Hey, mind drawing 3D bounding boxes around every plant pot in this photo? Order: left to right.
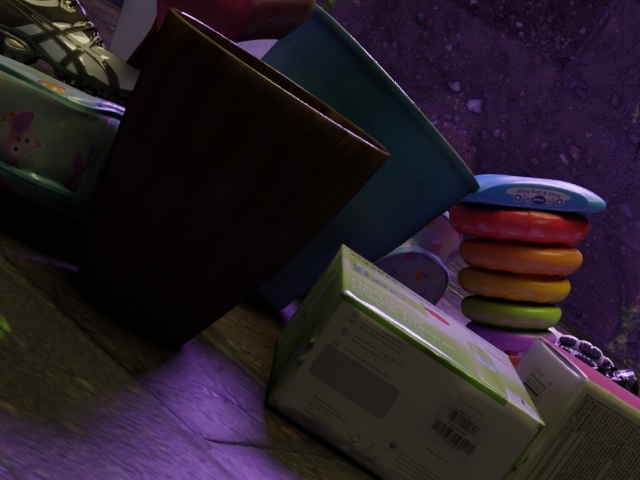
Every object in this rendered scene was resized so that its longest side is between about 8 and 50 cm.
[{"bbox_3d":[-0.095,-0.037,1.291,0.215,0.230,0.215,34,6,-4],"label":"plant pot"},{"bbox_3d":[-0.011,-0.070,1.693,0.271,0.255,0.271,47,1,-2],"label":"plant pot"}]

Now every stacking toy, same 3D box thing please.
[{"bbox_3d":[0.220,0.076,1.816,0.175,0.302,0.166,6,3,-4],"label":"stacking toy"}]

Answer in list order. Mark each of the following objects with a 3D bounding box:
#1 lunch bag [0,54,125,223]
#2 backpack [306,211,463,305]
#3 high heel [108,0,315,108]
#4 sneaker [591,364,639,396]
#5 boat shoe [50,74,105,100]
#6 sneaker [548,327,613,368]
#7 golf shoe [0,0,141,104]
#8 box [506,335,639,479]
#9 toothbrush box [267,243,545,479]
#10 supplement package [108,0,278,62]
[{"bbox_3d":[-0.244,-0.089,1.420,0.224,0.108,0.279,23,-1,26],"label":"lunch bag"},{"bbox_3d":[0.077,0.015,1.902,0.166,0.188,0.144,30,13,-41],"label":"backpack"},{"bbox_3d":[-0.179,-0.189,1.611,0.181,0.377,0.127,-3,67,-39],"label":"high heel"},{"bbox_3d":[0.344,0.204,2.080,0.276,0.135,0.097,32,9,-8],"label":"sneaker"},{"bbox_3d":[-0.270,-0.129,1.625,0.306,0.105,0.113,31,8,-26],"label":"boat shoe"},{"bbox_3d":[0.366,0.188,2.440,0.279,0.107,0.118,40,-1,22],"label":"sneaker"},{"bbox_3d":[-0.237,-0.195,1.518,0.198,0.094,0.077,22,-3,-15],"label":"golf shoe"},{"bbox_3d":[0.288,0.227,1.603,0.232,0.148,0.127,32,6,-23],"label":"box"},{"bbox_3d":[0.072,0.124,1.429,0.206,0.122,0.283,34,6,-3],"label":"toothbrush box"},{"bbox_3d":[-0.154,-0.240,2.277,0.262,0.199,0.198,19,3,13],"label":"supplement package"}]
